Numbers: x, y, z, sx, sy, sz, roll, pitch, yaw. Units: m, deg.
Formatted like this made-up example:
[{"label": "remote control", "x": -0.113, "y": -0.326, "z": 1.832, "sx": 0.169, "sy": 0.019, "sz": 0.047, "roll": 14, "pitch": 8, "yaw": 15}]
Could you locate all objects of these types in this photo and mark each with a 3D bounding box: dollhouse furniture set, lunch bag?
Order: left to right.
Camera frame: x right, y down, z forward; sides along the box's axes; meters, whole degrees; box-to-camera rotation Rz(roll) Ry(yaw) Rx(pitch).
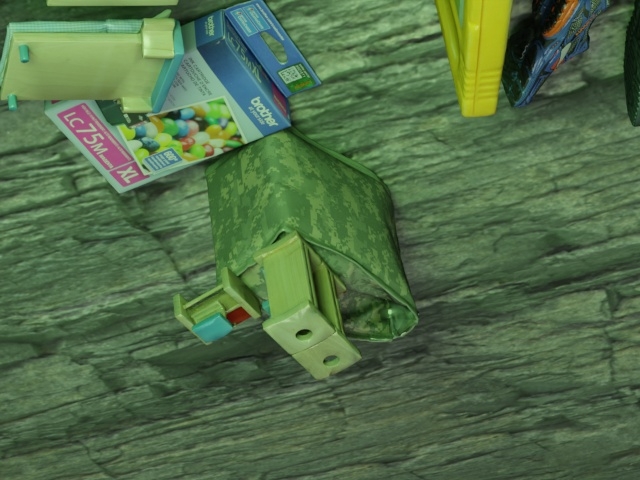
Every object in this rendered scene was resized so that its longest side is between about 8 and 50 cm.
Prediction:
[{"label": "dollhouse furniture set", "x": -0.306, "y": -0.283, "z": 1.588, "sx": 0.286, "sy": 0.198, "sz": 0.303, "roll": -3, "pitch": 156, "yaw": -19}, {"label": "dollhouse furniture set", "x": -0.066, "y": 0.107, "z": 1.758, "sx": 0.184, "sy": 0.129, "sz": 0.129, "roll": -28, "pitch": 132, "yaw": 17}, {"label": "lunch bag", "x": 0.000, "y": 0.000, "z": 1.925, "sx": 0.287, "sy": 0.235, "sz": 0.169, "roll": 27, "pitch": 125, "yaw": -33}]

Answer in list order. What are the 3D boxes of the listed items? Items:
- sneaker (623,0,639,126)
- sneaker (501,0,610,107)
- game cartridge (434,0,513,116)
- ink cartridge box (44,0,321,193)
[{"label": "sneaker", "x": 0.455, "y": -0.263, "z": 1.774, "sx": 0.131, "sy": 0.112, "sz": 0.319, "roll": -2, "pitch": 142, "yaw": -1}, {"label": "sneaker", "x": 0.295, "y": -0.246, "z": 1.800, "sx": 0.087, "sy": 0.083, "sz": 0.221, "roll": 2, "pitch": 144, "yaw": -23}, {"label": "game cartridge", "x": 0.152, "y": -0.339, "z": 1.500, "sx": 0.053, "sy": 0.285, "sz": 0.323, "roll": -4, "pitch": 140, "yaw": -5}, {"label": "ink cartridge box", "x": -0.172, "y": -0.181, "z": 1.823, "sx": 0.311, "sy": 0.065, "sz": 0.186, "roll": -22, "pitch": 139, "yaw": 15}]
